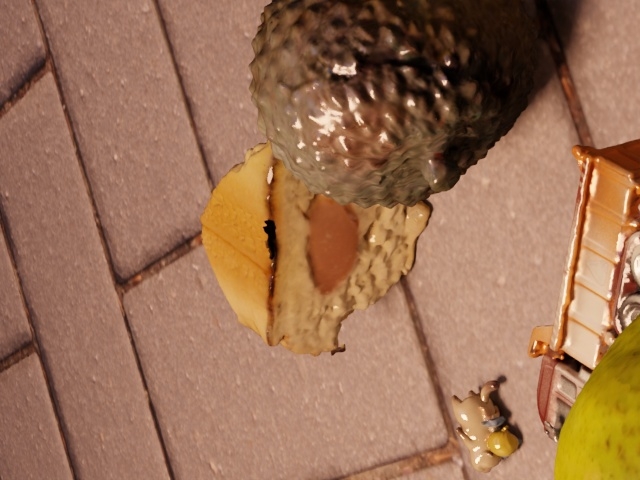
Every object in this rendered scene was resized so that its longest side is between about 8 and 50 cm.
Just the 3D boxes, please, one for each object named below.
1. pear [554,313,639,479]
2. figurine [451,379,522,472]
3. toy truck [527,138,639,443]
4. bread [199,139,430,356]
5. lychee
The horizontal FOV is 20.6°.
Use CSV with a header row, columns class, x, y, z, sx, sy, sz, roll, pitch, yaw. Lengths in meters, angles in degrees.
class,x,y,z,sx,sy,sz,roll,pitch,yaw
pear,0.345,0.177,1.079,0.391,0.391,0.391,27,123,52
figurine,0.160,0.178,1.675,0.050,0.047,0.083,-23,86,48
toy truck,0.249,0.054,1.418,0.135,0.114,0.270,35,129,43
bread,0.006,0.003,1.722,0.224,0.184,0.211,-27,79,60
lychee,0.059,-0.155,1.518,0.255,0.255,0.274,-50,52,52
